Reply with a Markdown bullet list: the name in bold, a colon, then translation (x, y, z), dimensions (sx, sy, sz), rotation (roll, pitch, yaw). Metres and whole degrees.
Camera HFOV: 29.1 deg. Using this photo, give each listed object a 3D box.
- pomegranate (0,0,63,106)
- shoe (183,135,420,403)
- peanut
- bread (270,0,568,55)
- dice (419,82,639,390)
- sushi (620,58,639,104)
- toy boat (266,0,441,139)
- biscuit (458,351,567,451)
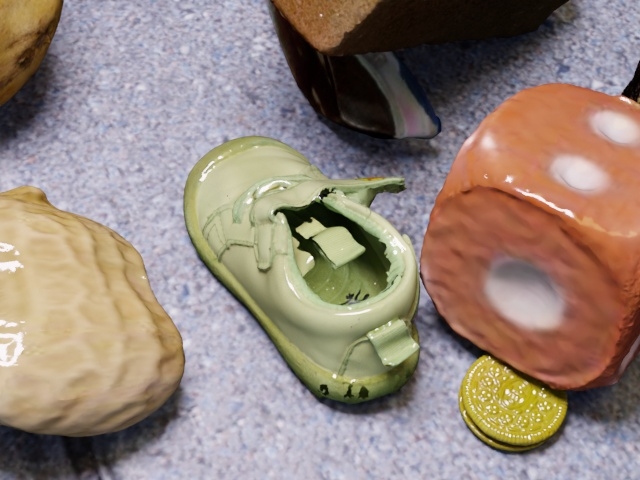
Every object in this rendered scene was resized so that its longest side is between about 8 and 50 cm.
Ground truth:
- **pomegranate**: translation (-0.348, -0.226, 1.003), dimensions (0.281, 0.281, 0.281), rotation (3, 53, -4)
- **shoe**: translation (-0.001, 0.004, 0.981), dimensions (0.140, 0.128, 0.262), rotation (-13, 58, -32)
- **peanut**: translation (-0.209, 0.045, 0.914), dimensions (0.197, 0.110, 0.233), rotation (1, 50, -37)
- **bread**: translation (0.088, -0.252, 1.056), dimensions (0.165, 0.113, 0.416), rotation (55, 31, 9)
- **dice**: translation (0.195, -0.008, 0.953), dimensions (0.175, 0.174, 0.179), rotation (31, 48, 23)
- **sushi**: translation (0.318, -0.108, 1.115), dimensions (0.091, 0.078, 0.150), rotation (14, 52, -4)
- **toy boat**: translation (0.033, -0.193, 1.125), dimensions (0.115, 0.114, 0.262), rotation (-12, 61, -21)
- **biscuit**: translation (0.149, 0.124, 0.957), dimensions (0.084, 0.023, 0.084), rotation (4, 52, -5)
